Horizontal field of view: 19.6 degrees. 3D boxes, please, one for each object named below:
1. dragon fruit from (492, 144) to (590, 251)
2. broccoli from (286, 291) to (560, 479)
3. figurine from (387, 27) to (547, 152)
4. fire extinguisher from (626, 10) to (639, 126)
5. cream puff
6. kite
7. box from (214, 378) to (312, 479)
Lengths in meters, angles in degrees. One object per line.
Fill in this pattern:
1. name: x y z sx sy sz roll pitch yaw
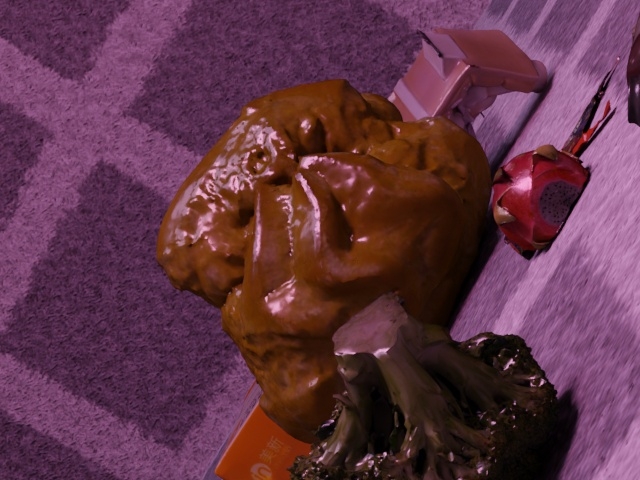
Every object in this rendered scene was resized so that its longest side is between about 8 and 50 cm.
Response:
1. dragon fruit: 0.160 -0.039 1.384 0.083 0.060 0.056 -58 0 -5
2. broccoli: 0.058 0.102 1.019 0.146 0.138 0.162 -21 26 22
3. figurine: 0.127 -0.102 1.915 0.162 0.141 0.237 52 125 51
4. fire extinguisher: 0.220 -0.093 1.051 0.075 0.106 0.252 -15 26 23
5. cream puff: -0.003 0.006 1.692 0.323 0.270 0.274 -61 8 -2
6. kite: 0.191 -0.057 1.501 0.232 0.009 0.189 -62 4 -40
7. box: 0.001 0.132 1.999 0.274 0.091 0.221 -58 3 19
